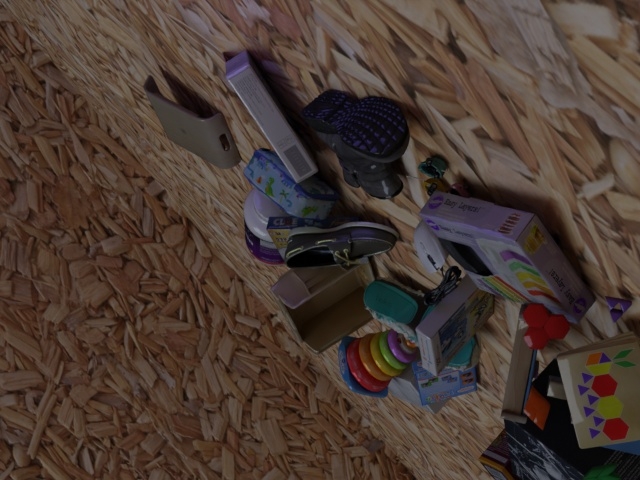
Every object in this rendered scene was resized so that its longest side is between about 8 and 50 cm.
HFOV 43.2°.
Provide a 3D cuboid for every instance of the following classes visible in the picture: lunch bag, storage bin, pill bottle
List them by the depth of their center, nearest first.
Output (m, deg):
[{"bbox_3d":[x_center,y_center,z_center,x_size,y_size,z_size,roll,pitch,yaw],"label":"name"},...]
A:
[{"bbox_3d":[-0.070,-0.140,2.003,0.219,0.090,0.176,40,-161,28],"label":"lunch bag"},{"bbox_3d":[0.022,0.160,2.261,0.123,0.260,0.262,50,169,37],"label":"storage bin"},{"bbox_3d":[-0.126,-0.056,2.279,0.181,0.181,0.323,44,163,12],"label":"pill bottle"}]

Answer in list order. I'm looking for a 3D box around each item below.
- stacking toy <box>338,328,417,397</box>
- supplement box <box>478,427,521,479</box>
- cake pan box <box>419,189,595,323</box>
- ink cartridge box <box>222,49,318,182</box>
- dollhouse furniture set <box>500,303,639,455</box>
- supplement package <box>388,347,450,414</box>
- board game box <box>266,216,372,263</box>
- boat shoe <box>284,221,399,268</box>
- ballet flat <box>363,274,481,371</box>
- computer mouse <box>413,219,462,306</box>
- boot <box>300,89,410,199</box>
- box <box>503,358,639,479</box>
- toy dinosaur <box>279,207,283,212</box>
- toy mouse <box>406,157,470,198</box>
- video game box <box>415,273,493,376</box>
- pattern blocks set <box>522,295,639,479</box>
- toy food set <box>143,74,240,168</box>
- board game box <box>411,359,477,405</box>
[{"bbox_3d":[0.206,0.301,2.227,0.166,0.175,0.302,20,139,-38],"label":"stacking toy"},{"bbox_3d":[0.499,0.514,2.009,0.081,0.188,0.104,51,163,-16],"label":"supplement box"},{"bbox_3d":[0.329,0.025,1.459,0.245,0.070,0.267,49,165,-33],"label":"cake pan box"},{"bbox_3d":[-0.121,-0.307,1.895,0.296,0.066,0.261,56,-173,-27],"label":"ink cartridge box"},{"bbox_3d":[0.515,0.242,1.525,0.303,0.198,0.286,11,-171,15],"label":"dollhouse furniture set"},{"bbox_3d":[0.280,0.392,2.379,0.139,0.134,0.244,53,163,-18],"label":"supplement package"},{"bbox_3d":[0.000,0.000,2.095,0.243,0.042,0.165,1,148,18],"label":"board game box"},{"bbox_3d":[0.047,0.019,1.967,0.305,0.091,0.109,-4,145,31],"label":"boat shoe"},{"bbox_3d":[0.275,0.200,2.018,0.409,0.147,0.147,34,159,47],"label":"ballet flat"},{"bbox_3d":[0.226,0.030,1.652,0.106,0.042,0.193,-49,43,41],"label":"computer mouse"},{"bbox_3d":[0.109,-0.169,1.585,0.222,0.118,0.338,54,174,-32],"label":"boot"},{"bbox_3d":[0.579,0.478,1.743,0.312,0.179,0.343,37,161,36],"label":"box"},{"bbox_3d":[-0.106,-0.119,2.079,0.093,0.053,0.183,30,-171,-35],"label":"toy dinosaur"},{"bbox_3d":[0.235,-0.111,1.503,0.161,0.031,0.143,43,163,15],"label":"toy mouse"},{"bbox_3d":[0.289,0.170,1.713,0.048,0.205,0.187,37,161,28],"label":"video game box"},{"bbox_3d":[0.487,0.253,1.366,0.026,0.285,0.324,-30,-67,-72],"label":"pattern blocks set"},{"bbox_3d":[-0.382,-0.359,2.426,0.306,0.092,0.219,29,156,27],"label":"toy food set"},{"bbox_3d":[0.332,0.363,2.148,0.211,0.160,0.039,71,-177,-53],"label":"board game box"}]
